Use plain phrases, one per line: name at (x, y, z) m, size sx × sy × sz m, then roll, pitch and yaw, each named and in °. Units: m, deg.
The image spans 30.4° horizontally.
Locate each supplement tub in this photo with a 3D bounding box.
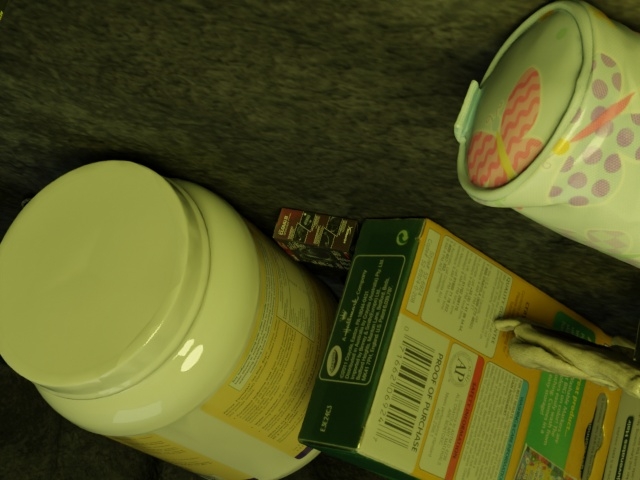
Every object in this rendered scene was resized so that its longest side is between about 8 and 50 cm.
supplement tub at (-0.128, 0.085, 1.116) m, size 0.241 × 0.241 × 0.331 m, roll 8°, pitch 162°, yaw 29°

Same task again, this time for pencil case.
pencil case at (0.207, -0.025, 0.625) m, size 0.273 × 0.113 × 0.124 m, roll 23°, pitch -177°, yaw -20°

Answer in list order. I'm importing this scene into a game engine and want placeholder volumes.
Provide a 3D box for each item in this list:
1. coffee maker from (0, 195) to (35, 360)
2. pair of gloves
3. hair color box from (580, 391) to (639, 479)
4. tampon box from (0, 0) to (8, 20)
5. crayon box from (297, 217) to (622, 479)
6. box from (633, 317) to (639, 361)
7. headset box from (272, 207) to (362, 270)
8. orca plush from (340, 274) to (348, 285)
coffee maker at (-0.284, 0.060, 1.310) m, size 0.171 × 0.178 × 0.120 m, roll 13°, pitch 165°, yaw 17°
pair of gloves at (0.277, 0.116, 0.989) m, size 0.240 × 0.042 × 0.204 m, roll 12°, pitch -175°, yaw -33°
hair color box at (0.372, 0.239, 1.235) m, size 0.105 × 0.174 × 0.347 m, roll 20°, pitch 165°, yaw -15°
tampon box at (-0.298, -0.156, 0.726) m, size 0.120 × 0.101 × 0.161 m, roll 10°, pitch 163°, yaw 28°
crayon box at (0.143, 0.135, 1.067) m, size 0.323 × 0.203 × 0.083 m, roll 29°, pitch 161°, yaw -37°
box at (0.364, 0.086, 0.840) m, size 0.175 × 0.051 × 0.220 m, roll 11°, pitch 176°, yaw -28°
headset box at (0.000, 0.000, 1.074) m, size 0.083 × 0.032 × 0.062 m, roll 11°, pitch 163°, yaw 23°
orca plush at (0.143, 0.131, 1.239) m, size 0.287 × 0.102 × 0.151 m, roll 27°, pitch 162°, yaw -30°
